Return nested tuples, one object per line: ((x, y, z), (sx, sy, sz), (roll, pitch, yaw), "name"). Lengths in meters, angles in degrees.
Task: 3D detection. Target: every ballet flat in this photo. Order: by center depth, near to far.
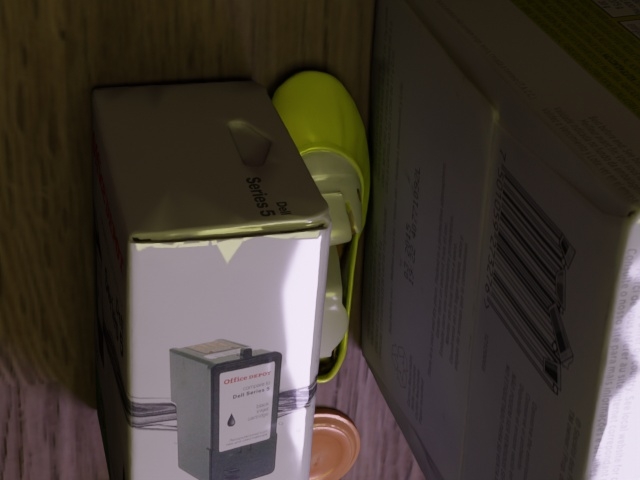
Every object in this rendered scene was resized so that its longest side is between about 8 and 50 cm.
((0.000, 0.000, 0.838), (0.077, 0.077, 0.230), (-5, 122, -13), "ballet flat")

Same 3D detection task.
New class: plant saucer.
((-0.007, 0.172, 0.983), (0.084, 0.013, 0.083), (-9, 122, -14), "plant saucer")

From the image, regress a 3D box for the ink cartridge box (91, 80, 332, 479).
((-0.079, 0.060, 0.775), (0.115, 0.198, 0.272), (-4, 122, -15), "ink cartridge box")

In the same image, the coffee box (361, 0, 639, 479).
((0.239, 0.018, 0.773), (0.335, 0.338, 0.337), (-8, 124, -15), "coffee box")
